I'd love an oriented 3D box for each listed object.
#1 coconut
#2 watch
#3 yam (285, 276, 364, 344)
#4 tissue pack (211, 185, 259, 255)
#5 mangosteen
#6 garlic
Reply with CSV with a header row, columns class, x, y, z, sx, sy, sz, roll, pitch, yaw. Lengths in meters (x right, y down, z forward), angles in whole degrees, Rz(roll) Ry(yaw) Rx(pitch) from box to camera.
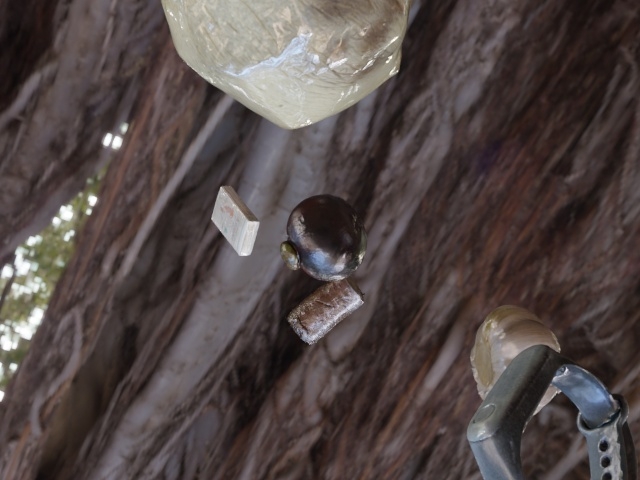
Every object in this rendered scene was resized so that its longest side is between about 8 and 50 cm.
class,x,y,z,sx,sy,sz,roll,pitch,yaw
coconut,-0.013,-0.202,0.849,0.224,0.224,0.224,21,-150,-13
watch,0.244,0.215,1.035,0.193,0.068,0.206,50,-134,-7
yam,0.011,0.125,1.882,0.079,0.141,0.079,47,-167,-14
tissue pack,-0.118,-0.028,1.423,0.023,0.056,0.108,3,-151,-31
mangosteen,0.000,0.000,1.683,0.152,0.152,0.152,21,-150,-13
garlic,0.386,0.234,1.986,0.152,0.228,0.228,-11,-137,-17
